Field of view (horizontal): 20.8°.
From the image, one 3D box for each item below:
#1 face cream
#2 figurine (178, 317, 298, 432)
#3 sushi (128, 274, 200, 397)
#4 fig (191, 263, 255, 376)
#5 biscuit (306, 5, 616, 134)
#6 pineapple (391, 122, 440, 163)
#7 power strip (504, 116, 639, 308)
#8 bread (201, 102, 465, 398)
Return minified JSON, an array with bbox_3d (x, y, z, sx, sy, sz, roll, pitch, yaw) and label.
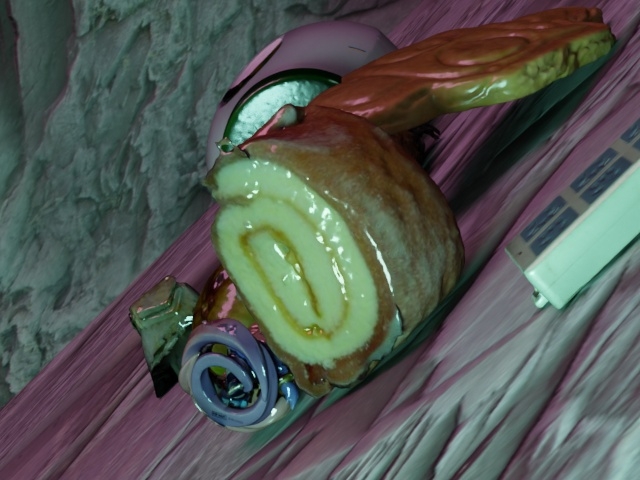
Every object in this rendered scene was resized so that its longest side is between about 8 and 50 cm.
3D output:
[{"bbox_3d":[-0.017,-0.152,2.319,0.312,0.219,0.357,-44,12,12],"label":"face cream"},{"bbox_3d":[-0.064,0.127,1.677,0.157,0.126,0.114,-6,-77,-65],"label":"figurine"},{"bbox_3d":[-0.210,0.105,2.387,0.134,0.109,0.273,-45,9,4],"label":"sushi"},{"bbox_3d":[-0.074,0.077,1.848,0.153,0.121,0.136,-48,14,-20],"label":"fig"},{"bbox_3d":[0.153,-0.184,1.807,0.376,0.051,0.269,-25,19,-33],"label":"biscuit"},{"bbox_3d":[0.081,-0.109,2.081,0.108,0.108,0.198,-40,2,32],"label":"pineapple"},{"bbox_3d":[0.276,-0.093,1.260,0.367,0.043,0.106,-44,9,5],"label":"power strip"},{"bbox_3d":[0.008,-0.006,1.530,0.190,0.244,0.123,-29,6,40],"label":"bread"}]
